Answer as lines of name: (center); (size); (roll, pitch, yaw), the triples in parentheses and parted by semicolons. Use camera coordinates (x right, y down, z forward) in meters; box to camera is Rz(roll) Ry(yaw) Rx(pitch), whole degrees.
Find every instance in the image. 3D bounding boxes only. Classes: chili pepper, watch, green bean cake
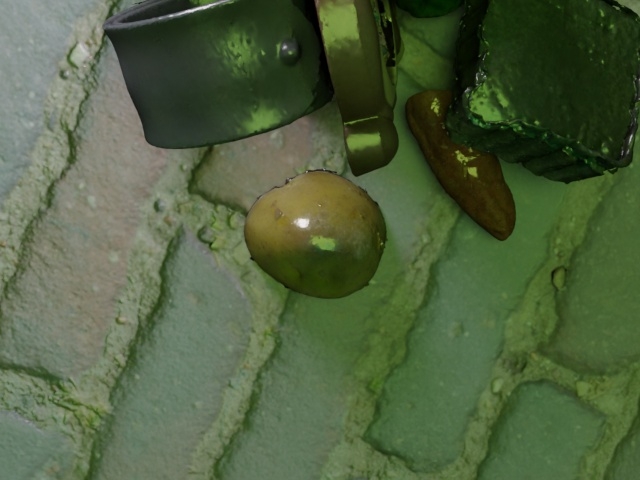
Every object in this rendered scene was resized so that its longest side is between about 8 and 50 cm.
chili pepper: (0.134, -0.333, 1.062); (0.083, 0.253, 0.099); (38, 111, 8)
watch: (-0.077, -0.242, 1.032); (0.326, 0.335, 0.314); (-9, 115, 14)
green bean cake: (0.294, -0.218, 1.110); (0.254, 0.132, 0.241); (16, 79, -19)

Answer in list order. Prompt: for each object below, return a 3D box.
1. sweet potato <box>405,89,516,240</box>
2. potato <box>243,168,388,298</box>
sweet potato: (0.207, -0.108, 1.174); (0.097, 0.097, 0.252); (-35, 104, 0)
potato: (0.000, 0.000, 1.156); (0.202, 0.117, 0.182); (29, 97, -10)
